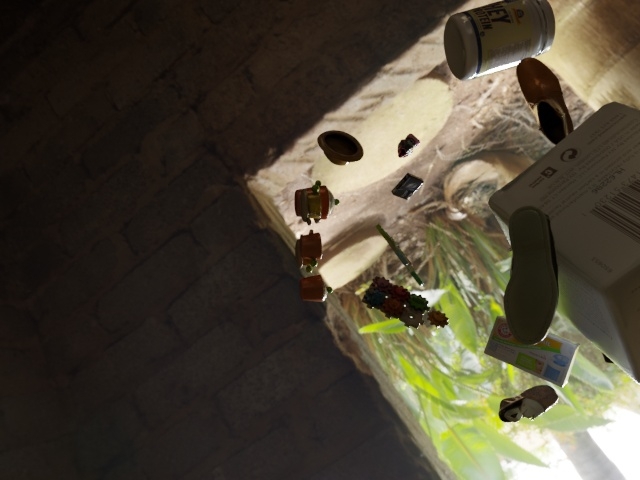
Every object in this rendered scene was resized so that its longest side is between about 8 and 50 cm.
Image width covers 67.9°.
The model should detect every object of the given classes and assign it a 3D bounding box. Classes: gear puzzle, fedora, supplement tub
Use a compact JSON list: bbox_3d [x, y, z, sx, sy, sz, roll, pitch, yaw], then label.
[{"bbox_3d":[0.337,0.249,1.839,0.175,0.338,0.044,-51,161,-44],"label":"gear puzzle"},{"bbox_3d":[0.073,-0.355,1.885,0.194,0.194,0.079,-22,152,-33],"label":"fedora"},{"bbox_3d":[0.634,-0.727,1.705,0.324,0.236,0.235,-17,161,-2],"label":"supplement tub"}]

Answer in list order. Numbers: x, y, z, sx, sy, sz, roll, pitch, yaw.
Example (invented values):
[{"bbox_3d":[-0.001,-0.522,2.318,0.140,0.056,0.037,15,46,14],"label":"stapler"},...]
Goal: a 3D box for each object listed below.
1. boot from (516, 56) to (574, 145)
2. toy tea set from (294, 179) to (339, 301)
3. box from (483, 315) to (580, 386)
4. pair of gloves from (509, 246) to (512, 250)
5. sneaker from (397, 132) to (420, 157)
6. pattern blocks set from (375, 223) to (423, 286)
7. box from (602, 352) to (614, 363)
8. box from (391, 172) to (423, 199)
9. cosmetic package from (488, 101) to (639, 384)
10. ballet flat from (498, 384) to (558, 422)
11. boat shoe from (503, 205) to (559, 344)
[{"bbox_3d":[0.660,-0.418,1.402,0.104,0.295,0.211,-30,177,33],"label":"boot"},{"bbox_3d":[0.000,0.000,1.299,0.124,0.336,0.200,-3,-161,-10],"label":"toy tea set"},{"bbox_3d":[0.556,0.285,1.255,0.103,0.203,0.114,14,95,-56],"label":"box"},{"bbox_3d":[0.756,0.004,1.826,0.083,0.010,0.074,-55,172,-9],"label":"pair of gloves"},{"bbox_3d":[0.220,-0.239,1.255,0.057,0.047,0.119,-50,178,-8],"label":"sneaker"},{"bbox_3d":[0.299,0.047,1.796,0.026,0.325,0.285,-37,122,7],"label":"pattern blocks set"},{"bbox_3d":[1.043,0.268,1.601,0.079,0.322,0.257,-23,-178,-24],"label":"box"},{"bbox_3d":[0.273,-0.169,1.492,0.067,0.018,0.083,15,129,-36],"label":"box"},{"bbox_3d":[0.622,0.008,0.967,0.329,0.327,0.394,-39,127,5],"label":"cosmetic package"},{"bbox_3d":[0.807,0.659,1.865,0.106,0.107,0.316,-45,168,-32],"label":"ballet flat"},{"bbox_3d":[0.354,0.059,0.785,0.081,0.228,0.068,-3,163,37],"label":"boat shoe"}]
